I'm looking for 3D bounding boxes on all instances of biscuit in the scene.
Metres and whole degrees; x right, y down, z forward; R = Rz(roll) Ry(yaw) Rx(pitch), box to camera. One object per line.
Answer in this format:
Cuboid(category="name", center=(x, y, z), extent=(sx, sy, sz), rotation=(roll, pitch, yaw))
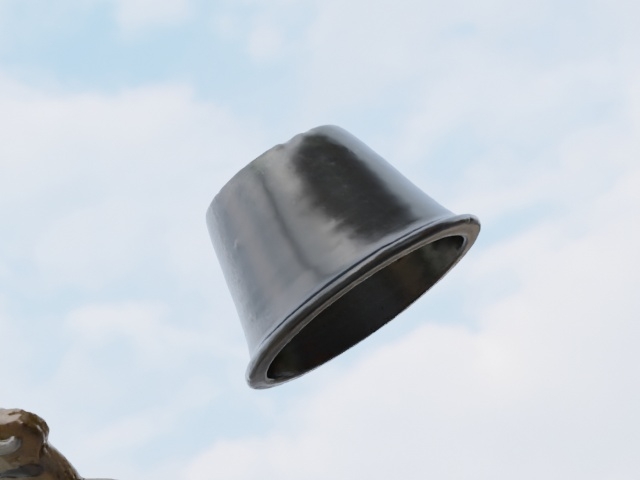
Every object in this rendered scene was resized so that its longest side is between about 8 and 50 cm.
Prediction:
Cuboid(category="biscuit", center=(-0.267, 0.255, 1.666), extent=(0.197, 0.049, 0.301), rotation=(-7, -40, 31))

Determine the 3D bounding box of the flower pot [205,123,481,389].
Cuboid(category="flower pot", center=(0.000, 0.000, 1.433), extent=(0.235, 0.148, 0.235), rotation=(-32, -15, -9))
